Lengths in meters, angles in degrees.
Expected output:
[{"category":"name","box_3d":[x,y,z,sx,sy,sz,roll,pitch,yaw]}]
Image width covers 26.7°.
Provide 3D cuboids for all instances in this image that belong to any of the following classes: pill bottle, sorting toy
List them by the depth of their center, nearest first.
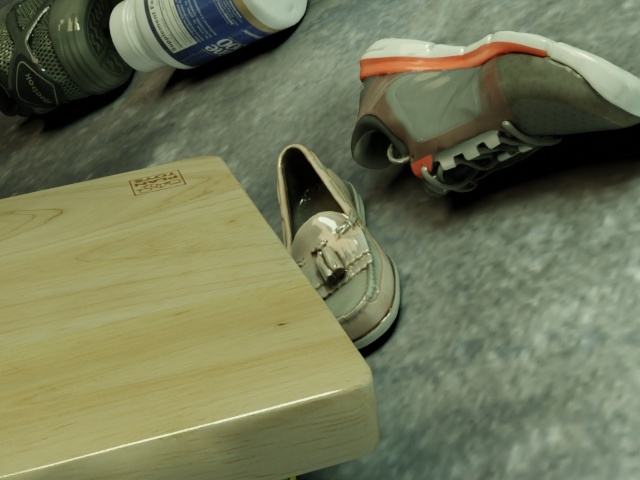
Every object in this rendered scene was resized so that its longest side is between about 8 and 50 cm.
[{"category":"sorting toy","box_3d":[-0.131,0.068,0.482,0.257,0.089,0.255,-13,21,-10]},{"category":"pill bottle","box_3d":[-0.073,-0.146,0.845,0.120,0.067,0.067,-17,34,35]}]

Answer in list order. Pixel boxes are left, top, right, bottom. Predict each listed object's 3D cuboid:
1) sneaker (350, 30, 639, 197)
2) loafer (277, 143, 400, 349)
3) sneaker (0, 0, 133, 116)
[{"category":"sneaker","box_3d":[0.069,-0.045,0.551,0.158,0.061,0.064,9,80,56]},{"category":"loafer","box_3d":[0.000,0.000,0.561,0.045,0.039,0.125,-33,27,9]},{"category":"sneaker","box_3d":[-0.192,-0.171,1.006,0.130,0.087,0.227,-19,38,22]}]
